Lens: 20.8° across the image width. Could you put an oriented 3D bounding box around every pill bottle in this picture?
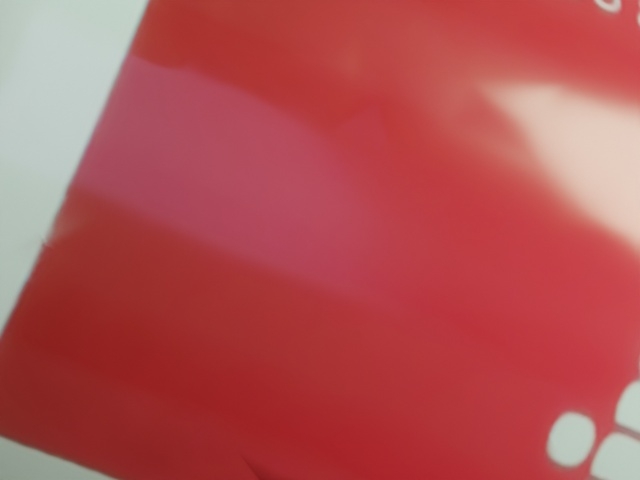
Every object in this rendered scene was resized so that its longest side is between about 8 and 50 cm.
[{"bbox_3d":[0.000,0.000,0.435,0.408,0.229,0.229,23,85,-14],"label":"pill bottle"}]
